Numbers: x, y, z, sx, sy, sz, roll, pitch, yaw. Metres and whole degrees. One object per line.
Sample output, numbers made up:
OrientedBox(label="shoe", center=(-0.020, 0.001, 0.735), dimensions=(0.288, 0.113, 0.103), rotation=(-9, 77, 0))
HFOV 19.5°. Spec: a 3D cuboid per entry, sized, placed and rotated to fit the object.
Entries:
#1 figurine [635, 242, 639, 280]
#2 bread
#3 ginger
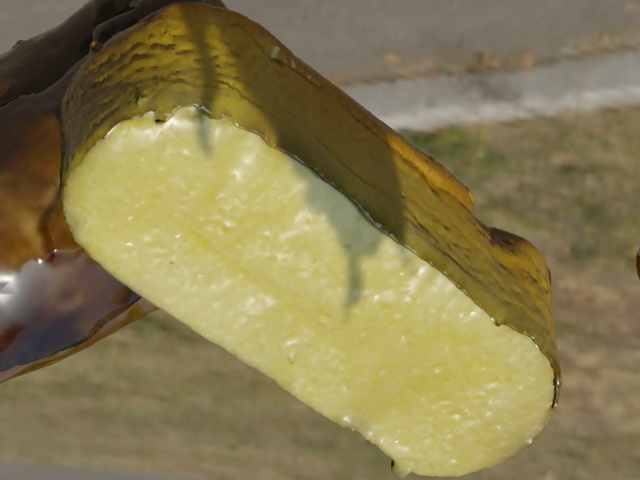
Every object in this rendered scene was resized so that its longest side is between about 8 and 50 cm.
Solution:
OrientedBox(label="figurine", center=(0.261, 0.055, 0.686), dimensions=(0.323, 0.320, 0.196), rotation=(-13, -173, 37))
OrientedBox(label="bread", center=(0.000, 0.000, 0.755), dimensions=(0.245, 0.094, 0.102), rotation=(35, 119, -26))
OrientedBox(label="ginger", center=(-0.163, -0.003, 0.854), dimensions=(0.321, 0.172, 0.165), rotation=(-28, -145, -25))
